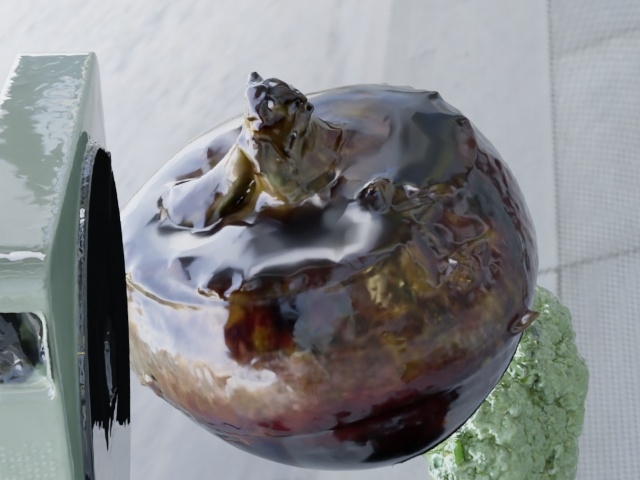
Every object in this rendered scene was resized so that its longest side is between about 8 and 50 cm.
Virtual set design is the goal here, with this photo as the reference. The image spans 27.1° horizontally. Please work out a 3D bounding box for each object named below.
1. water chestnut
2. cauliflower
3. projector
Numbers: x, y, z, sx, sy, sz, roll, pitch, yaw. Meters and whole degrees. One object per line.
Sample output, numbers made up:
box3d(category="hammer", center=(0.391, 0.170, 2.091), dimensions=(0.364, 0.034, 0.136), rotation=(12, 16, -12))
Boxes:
box3d(category="water chestnut", center=(0.000, 0.000, 1.015), dimensions=(0.350, 0.302, 0.350), rotation=(-12, 33, 8))
box3d(category="cauliflower", center=(0.122, 0.150, 1.238), dimensions=(0.275, 0.250, 0.272), rotation=(40, -124, -82))
box3d(category="projector", center=(-0.143, 0.064, 0.679), dimensions=(0.079, 0.257, 0.259), rotation=(-1, 28, -3))
